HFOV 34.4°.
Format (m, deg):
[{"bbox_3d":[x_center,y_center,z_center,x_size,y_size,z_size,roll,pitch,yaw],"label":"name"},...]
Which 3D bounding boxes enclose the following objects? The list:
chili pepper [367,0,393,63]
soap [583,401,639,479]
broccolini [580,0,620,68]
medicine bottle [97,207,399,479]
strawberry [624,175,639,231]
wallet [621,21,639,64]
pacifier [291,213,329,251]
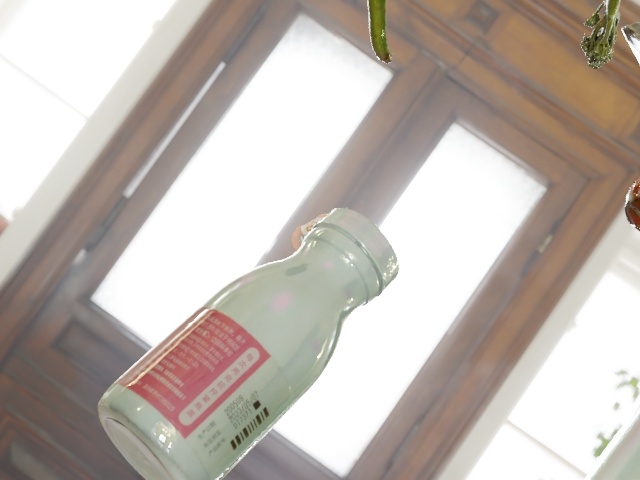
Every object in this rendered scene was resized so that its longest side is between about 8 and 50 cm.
[{"bbox_3d":[0.071,-0.344,0.863,0.091,0.369,0.137,13,0,33],"label":"chili pepper"},{"bbox_3d":[0.465,0.201,1.269,0.115,0.347,0.208,36,33,16],"label":"soap"},{"bbox_3d":[0.564,-0.496,2.037,0.073,0.079,0.392,9,-35,14],"label":"broccolini"},{"bbox_3d":[-0.040,0.068,0.682,0.090,0.216,0.090,34,-31,24],"label":"medicine bottle"},{"bbox_3d":[0.423,-0.045,1.248,0.106,0.106,0.106,35,-5,3],"label":"strawberry"},{"bbox_3d":[0.389,-0.112,1.059,0.146,0.030,0.285,49,19,-34],"label":"wallet"},{"bbox_3d":[0.000,0.000,1.882,0.082,0.099,0.078,62,-1,37],"label":"pacifier"}]
